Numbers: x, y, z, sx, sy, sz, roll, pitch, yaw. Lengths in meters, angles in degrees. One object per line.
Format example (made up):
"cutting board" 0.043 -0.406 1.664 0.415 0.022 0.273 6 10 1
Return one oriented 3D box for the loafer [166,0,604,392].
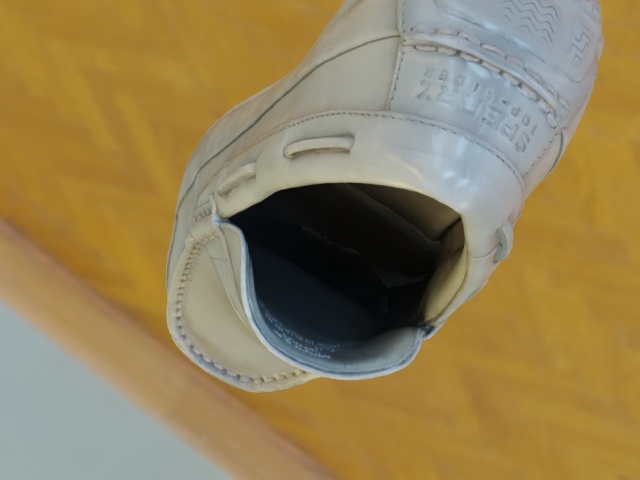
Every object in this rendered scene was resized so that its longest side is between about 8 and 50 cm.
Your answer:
"loafer" 0.000 0.000 0.720 0.112 0.111 0.319 25 152 -6
